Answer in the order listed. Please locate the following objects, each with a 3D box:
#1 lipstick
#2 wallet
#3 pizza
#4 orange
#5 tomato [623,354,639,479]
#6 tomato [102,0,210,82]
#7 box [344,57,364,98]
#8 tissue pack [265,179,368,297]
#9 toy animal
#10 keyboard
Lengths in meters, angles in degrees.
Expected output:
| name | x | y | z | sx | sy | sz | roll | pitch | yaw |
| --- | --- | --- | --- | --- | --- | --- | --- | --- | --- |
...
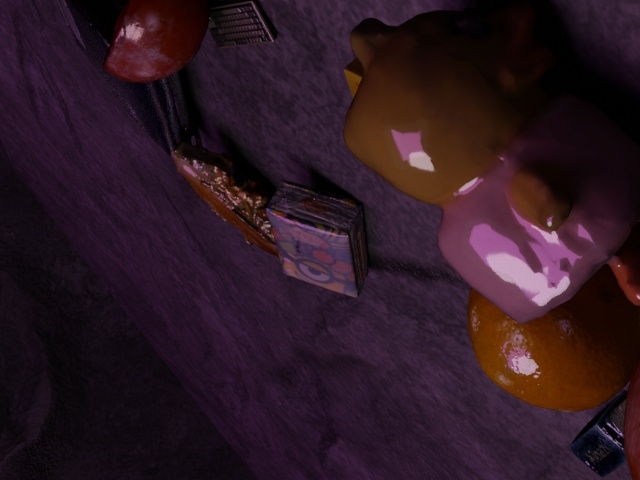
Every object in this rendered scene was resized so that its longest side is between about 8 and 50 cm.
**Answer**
| name | x | y | z | sx | sy | sz | roll | pitch | yaw |
| --- | --- | --- | --- | --- | --- | --- | --- | --- | --- |
| lipstick | 0.305 | 0.158 | 1.033 | 0.051 | 0.051 | 0.312 | 44 | 160 | 14 |
| wallet | -0.258 | -0.246 | 1.444 | 0.262 | 0.071 | 0.221 | 44 | 166 | 20 |
| pizza | -0.104 | -0.056 | 1.472 | 0.226 | 0.069 | 0.147 | 41 | 170 | -8 |
| orange | 0.195 | 0.068 | 0.928 | 0.156 | 0.156 | 0.124 | 48 | 140 | -3 |
| tomato | 0.308 | 0.104 | 0.592 | 0.265 | 0.265 | 0.265 | 41 | 160 | 18 |
| tomato | -0.168 | -0.232 | 1.176 | 0.091 | 0.139 | 0.159 | 25 | 152 | -17 |
| box | 0.090 | -0.107 | 1.015 | 0.155 | 0.023 | 0.087 | 31 | 153 | 38 |
| tissue pack | 0.000 | 0.000 | 1.329 | 0.108 | 0.060 | 0.148 | 17 | 152 | 16 |
| toy animal | 0.132 | -0.062 | 0.805 | 0.281 | 0.169 | 0.195 | 50 | -164 | -2 |
| keyboard | -0.089 | -0.228 | 1.170 | 0.049 | 0.015 | 0.129 | 56 | 160 | -24 |
